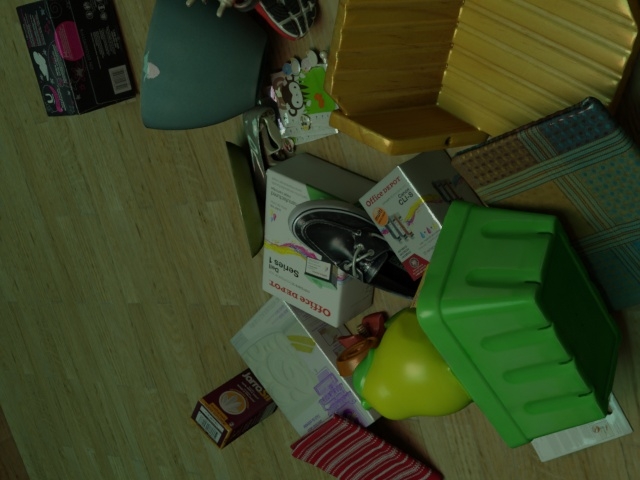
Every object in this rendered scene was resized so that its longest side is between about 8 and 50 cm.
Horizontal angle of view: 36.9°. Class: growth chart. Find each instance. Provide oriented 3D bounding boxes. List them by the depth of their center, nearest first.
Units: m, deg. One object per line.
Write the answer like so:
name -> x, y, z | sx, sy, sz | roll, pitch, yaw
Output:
growth chart -> -0.037, -0.258, 1.816 | 0.237, 0.021, 0.172 | -16, 100, 49

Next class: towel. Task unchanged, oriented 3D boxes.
towel -> 0.401, -0.036, 1.415 | 0.370, 0.040, 0.271 | 45, 141, -21
towel -> 0.093, 0.466, 1.990 | 0.275, 0.031, 0.199 | 32, 136, -12

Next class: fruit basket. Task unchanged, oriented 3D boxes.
fruit basket -> 0.237, 0.150, 1.503 | 0.392, 0.283, 0.392 | 15, 143, 12

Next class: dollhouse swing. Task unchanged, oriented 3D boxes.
dollhouse swing -> 0.228, -0.261, 1.398 | 0.305, 0.315, 0.346 | 50, 139, 41

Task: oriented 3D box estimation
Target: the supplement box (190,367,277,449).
supplement box -> -0.187, 0.374, 2.170 | 0.104, 0.188, 0.080 | 43, 133, 18

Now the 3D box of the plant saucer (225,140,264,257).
plant saucer -> -0.147, -0.085, 1.918 | 0.241, 0.037, 0.240 | 167, 90, -87

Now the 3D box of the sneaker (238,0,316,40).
sneaker -> -0.110, -0.464, 1.746 | 0.279, 0.107, 0.118 | 52, 155, 13

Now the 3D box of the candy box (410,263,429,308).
candy box -> 0.266, 0.099, 1.632 | 0.206, 0.027, 0.105 | 9, 131, -10

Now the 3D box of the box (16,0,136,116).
box -> -0.532, -0.411, 2.094 | 0.142, 0.163, 0.247 | 6, 115, 45

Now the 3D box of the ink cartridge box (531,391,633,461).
ink cartridge box -> 0.434, 0.293, 1.676 | 0.179, 0.045, 0.145 | -28, 91, 29

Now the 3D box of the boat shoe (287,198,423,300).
boat shoe -> 0.082, 0.027, 1.689 | 0.301, 0.102, 0.108 | 27, 115, -18

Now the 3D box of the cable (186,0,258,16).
cable -> -0.137, -0.513, 1.643 | 0.139, 0.072, 0.287 | 27, 90, 8

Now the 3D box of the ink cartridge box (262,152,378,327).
ink cartridge box -> 0.000, 0.000, 1.852 | 0.201, 0.117, 0.278 | 25, 126, 31

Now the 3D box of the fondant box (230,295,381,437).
fondant box -> -0.018, 0.272, 2.030 | 0.330, 0.096, 0.238 | 51, 136, 8

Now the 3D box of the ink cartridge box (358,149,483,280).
ink cartridge box -> 0.182, -0.050, 1.650 | 0.176, 0.127, 0.128 | 56, 137, 6

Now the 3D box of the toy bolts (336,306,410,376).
toy bolts -> 0.129, 0.240, 1.819 | 0.158, 0.218, 0.228 | 60, 155, -8

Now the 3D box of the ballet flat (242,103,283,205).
ballet flat -> -0.100, -0.161, 1.866 | 0.068, 0.072, 0.213 | 2, 114, 36

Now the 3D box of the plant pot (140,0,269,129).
plant pot -> -0.203, -0.335, 1.786 | 0.196, 0.290, 0.290 | 11, 125, -1
